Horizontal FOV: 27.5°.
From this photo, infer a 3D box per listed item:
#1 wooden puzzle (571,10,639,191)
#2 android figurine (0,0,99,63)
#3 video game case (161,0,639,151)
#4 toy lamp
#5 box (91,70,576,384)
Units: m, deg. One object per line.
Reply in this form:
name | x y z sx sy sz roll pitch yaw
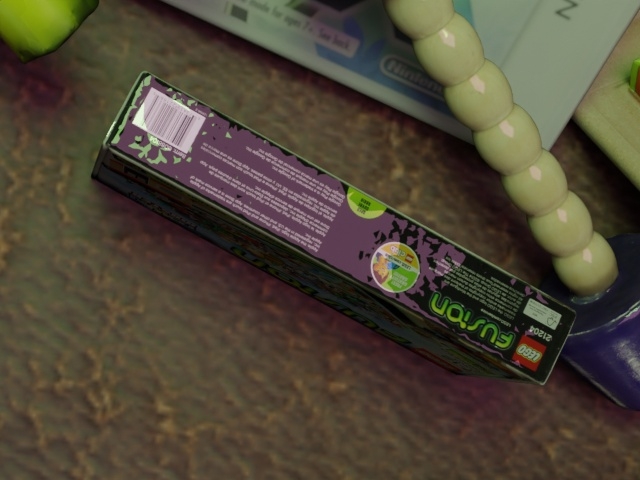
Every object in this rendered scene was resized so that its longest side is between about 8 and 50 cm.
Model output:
wooden puzzle | 0.261 -0.055 0.623 0.221 0.044 0.239 -23 55 -14
android figurine | -0.153 -0.207 0.486 0.248 0.056 0.273 -39 111 5
video game case | 0.023 -0.217 0.555 0.329 0.036 0.300 24 118 -10
toy lamp | 0.093 -0.033 0.596 0.080 0.080 0.275 -40 112 -13
box | 0.000 0.000 0.580 0.207 0.114 0.036 29 81 -9
